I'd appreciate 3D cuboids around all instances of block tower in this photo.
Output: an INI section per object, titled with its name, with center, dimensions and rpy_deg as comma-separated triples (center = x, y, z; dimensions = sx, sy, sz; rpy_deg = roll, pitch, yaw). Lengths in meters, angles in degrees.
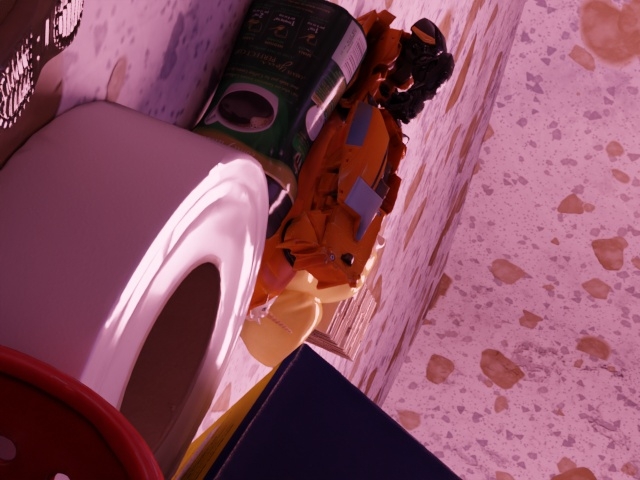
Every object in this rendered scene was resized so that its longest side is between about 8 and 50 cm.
[block tower]
center = 0.003, 0.081, 1.392
dimensions = 0.335, 0.097, 0.091
rpy_deg = 64, 48, -77

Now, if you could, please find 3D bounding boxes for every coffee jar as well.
[coffee jar]
center = -0.041, -0.096, 0.839
dimensions = 0.184, 0.096, 0.079
rpy_deg = -64, 160, -16

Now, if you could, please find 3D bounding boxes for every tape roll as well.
[tape roll]
center = -0.136, 0.062, 0.687
dimensions = 0.286, 0.100, 0.286
rpy_deg = 21, 90, -79

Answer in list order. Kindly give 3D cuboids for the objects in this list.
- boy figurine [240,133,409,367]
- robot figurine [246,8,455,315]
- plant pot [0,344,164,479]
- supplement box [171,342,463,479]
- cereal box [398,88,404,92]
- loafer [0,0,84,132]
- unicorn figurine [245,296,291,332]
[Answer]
[boy figurine]
center = 0.000, 0.000, 1.169
dimensions = 0.177, 0.092, 0.285
rpy_deg = 17, 97, -45
[robot figurine]
center = 0.006, -0.081, 0.942
dimensions = 0.211, 0.085, 0.291
rpy_deg = -18, -136, 44
[plant pot]
center = -0.174, 0.155, 0.451
dimensions = 0.174, 0.191, 0.191
rpy_deg = -70, 169, 22
[supplement box]
center = -0.071, 0.278, 0.828
dimensions = 0.356, 0.194, 0.195
rpy_deg = -46, -175, 40
[cereal box]
center = 0.044, -0.126, 1.303
dimensions = 0.173, 0.047, 0.240
rpy_deg = -25, 136, -72
[loafer]
center = -0.140, -0.104, 0.491
dimensions = 0.148, 0.050, 0.056
rpy_deg = -79, -174, -54
[unicorn figurine]
center = -0.072, 0.027, 1.053
dimensions = 0.162, 0.060, 0.111
rpy_deg = 7, 105, -62
